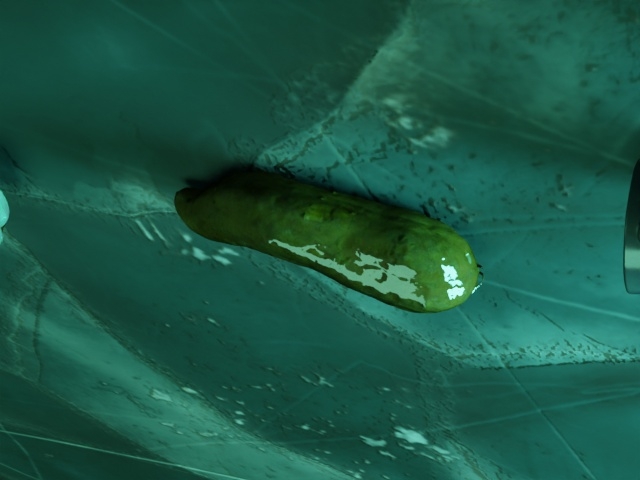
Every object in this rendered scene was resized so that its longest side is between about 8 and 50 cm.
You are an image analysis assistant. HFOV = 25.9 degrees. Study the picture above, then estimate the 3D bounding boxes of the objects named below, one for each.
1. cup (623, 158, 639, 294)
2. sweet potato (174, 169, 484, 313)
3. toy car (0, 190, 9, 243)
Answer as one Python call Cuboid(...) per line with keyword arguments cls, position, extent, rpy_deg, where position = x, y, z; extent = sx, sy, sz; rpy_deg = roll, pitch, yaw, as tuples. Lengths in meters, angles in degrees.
Cuboid(cls="cup", position=(0.211, -0.004, 0.772), extent=(0.077, 0.078, 0.100), rpy_deg=(5, -173, 20))
Cuboid(cls="sweet potato", position=(-0.002, -0.003, 0.961), extent=(0.233, 0.062, 0.081), rpy_deg=(17, 155, 14))
Cuboid(cls="toy car", position=(-0.348, -0.057, 1.083), extent=(0.224, 0.076, 0.090), rpy_deg=(23, 159, 8))
